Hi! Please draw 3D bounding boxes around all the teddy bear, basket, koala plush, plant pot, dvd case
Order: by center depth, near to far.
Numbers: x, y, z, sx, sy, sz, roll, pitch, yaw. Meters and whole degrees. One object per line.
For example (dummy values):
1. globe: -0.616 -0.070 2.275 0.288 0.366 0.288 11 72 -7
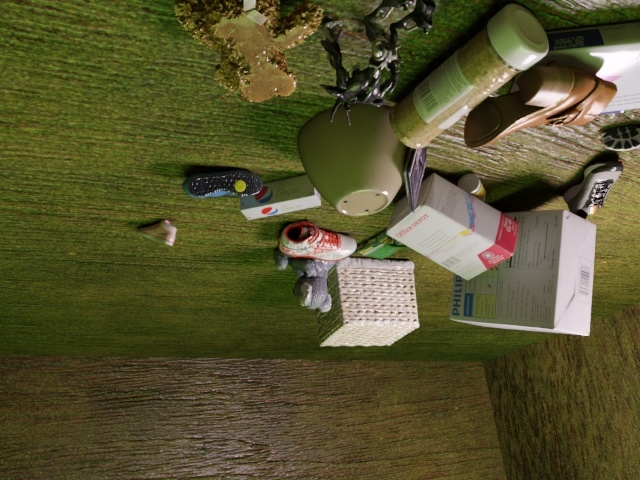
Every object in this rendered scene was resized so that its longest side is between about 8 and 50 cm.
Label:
1. teddy bear: -0.130 -0.397 1.051 0.245 0.113 0.338 -21 145 14
2. plant pot: 0.092 -0.172 1.475 0.284 0.190 0.284 -5 155 -2
3. dvd case: 0.239 -0.187 1.517 0.018 0.164 0.221 11 160 15
4. koala plush: -0.032 0.133 2.089 0.204 0.221 0.196 -17 153 23
5. basket: 0.164 0.244 2.338 0.332 0.266 0.328 4 155 -18

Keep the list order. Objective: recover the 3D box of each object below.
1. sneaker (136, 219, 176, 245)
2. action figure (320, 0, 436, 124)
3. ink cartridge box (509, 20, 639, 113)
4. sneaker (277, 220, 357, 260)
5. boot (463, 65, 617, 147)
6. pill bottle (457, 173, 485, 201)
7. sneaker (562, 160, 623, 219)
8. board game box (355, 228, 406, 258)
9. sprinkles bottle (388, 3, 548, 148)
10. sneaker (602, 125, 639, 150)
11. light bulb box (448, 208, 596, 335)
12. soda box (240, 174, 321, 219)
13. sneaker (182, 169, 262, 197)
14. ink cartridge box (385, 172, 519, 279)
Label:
1. sneaker: -0.490 -0.033 1.833 0.134 0.070 0.051 16 175 25
2. action figure: 0.092 -0.353 1.140 0.164 0.140 0.275 8 137 -34
3. ink cartridge box: 0.597 -0.346 1.360 0.325 0.071 0.330 -7 155 1
4. sneaker: -0.001 0.001 1.963 0.270 0.090 0.145 1 158 -10
5. boot: 0.465 -0.278 1.309 0.220 0.108 0.283 0 155 -26
6. pill bottle: 0.446 -0.144 1.775 0.065 0.065 0.116 -17 154 22
7. sneaker: 0.822 -0.149 1.807 0.101 0.107 0.271 -2 154 -5
8. board game box: 0.251 -0.002 2.094 0.136 0.030 0.260 11 151 -39
9. sprinkles bottle: 0.293 -0.328 1.261 0.121 0.121 0.355 10 152 -32
10. sneaker: 0.828 -0.262 1.606 0.170 0.068 0.071 -6 162 -1
11. light bulb box: 0.632 0.102 1.909 0.225 0.357 0.361 16 169 -40
12. soda box: -0.113 -0.120 1.683 0.216 0.073 0.069 -11 156 11
13. sneaker: -0.261 -0.152 1.610 0.210 0.069 0.082 -6 -170 -23
14. ink cartridge box: 0.383 -0.035 1.775 0.306 0.131 0.226 30 150 -11
